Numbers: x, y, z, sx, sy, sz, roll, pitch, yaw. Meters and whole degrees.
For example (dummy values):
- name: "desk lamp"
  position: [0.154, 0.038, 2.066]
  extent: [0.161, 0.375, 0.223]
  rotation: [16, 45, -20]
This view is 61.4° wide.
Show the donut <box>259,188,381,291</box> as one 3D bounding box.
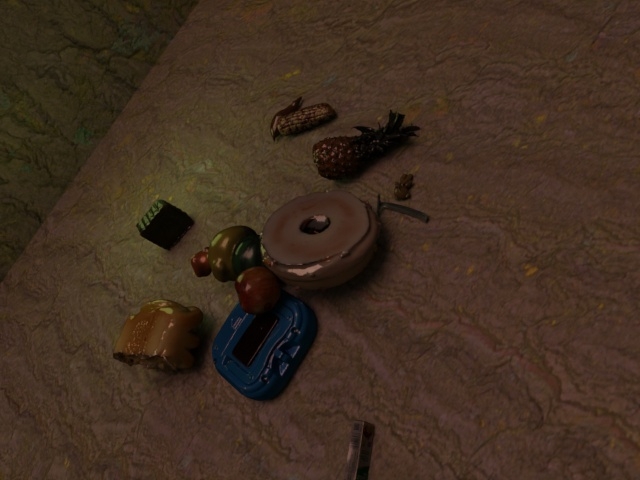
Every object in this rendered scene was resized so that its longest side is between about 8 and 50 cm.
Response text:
- name: "donut"
  position: [0.000, 0.000, 1.663]
  extent: [0.383, 0.142, 0.382]
  rotation: [-9, 43, 9]

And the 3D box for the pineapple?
- name: "pineapple"
  position: [0.155, -0.328, 1.825]
  extent: [0.365, 0.165, 0.165]
  rotation: [-22, 51, 16]

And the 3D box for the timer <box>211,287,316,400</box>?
- name: "timer"
  position: [-0.187, 0.311, 1.710]
  extent: [0.309, 0.115, 0.340]
  rotation: [26, 81, 42]

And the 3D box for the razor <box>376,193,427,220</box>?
- name: "razor"
  position: [0.253, -0.094, 1.662]
  extent: [0.191, 0.037, 0.068]
  rotation: [19, 119, 41]

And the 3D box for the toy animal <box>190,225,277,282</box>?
- name: "toy animal"
  position: [-0.270, 0.047, 1.858]
  extent: [0.338, 0.216, 0.191]
  rotation: [7, 112, 34]

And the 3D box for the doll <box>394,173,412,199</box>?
- name: "doll"
  position: [0.263, -0.171, 1.710]
  extent: [0.061, 0.051, 0.093]
  rotation: [-2, 34, 39]

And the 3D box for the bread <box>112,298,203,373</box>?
- name: "bread"
  position: [-0.557, 0.347, 1.927]
  extent: [0.316, 0.211, 0.270]
  rotation: [-6, 53, 27]

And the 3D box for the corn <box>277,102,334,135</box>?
- name: "corn"
  position: [-0.058, -0.480, 2.117]
  extent: [0.253, 0.086, 0.086]
  rotation: [-13, 57, 32]

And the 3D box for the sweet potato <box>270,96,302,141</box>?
- name: "sweet potato"
  position: [-0.154, -0.513, 2.228]
  extent: [0.068, 0.068, 0.226]
  rotation: [24, 79, 45]

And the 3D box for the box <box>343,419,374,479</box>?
- name: "box"
  position: [0.094, 0.565, 1.369]
  extent: [0.041, 0.050, 0.207]
  rotation: [-9, 58, 38]

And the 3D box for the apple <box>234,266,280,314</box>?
- name: "apple"
  position: [-0.191, 0.150, 1.644]
  extent: [0.131, 0.146, 0.146]
  rotation: [-16, 42, -19]

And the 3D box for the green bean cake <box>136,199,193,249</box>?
- name: "green bean cake"
  position: [-0.660, -0.072, 2.284]
  extent: [0.181, 0.173, 0.094]
  rotation: [-50, 46, 6]
